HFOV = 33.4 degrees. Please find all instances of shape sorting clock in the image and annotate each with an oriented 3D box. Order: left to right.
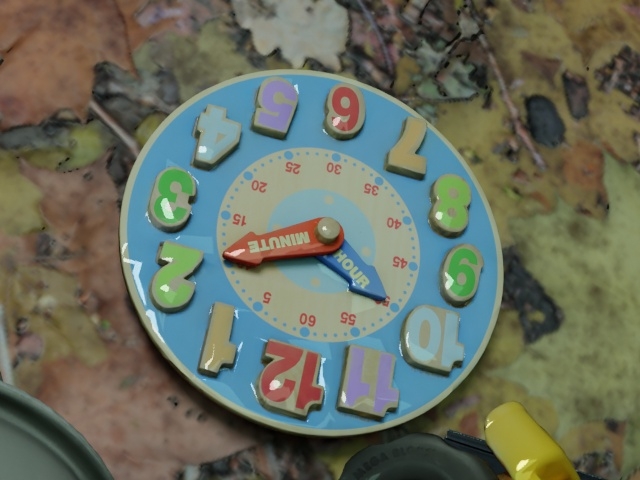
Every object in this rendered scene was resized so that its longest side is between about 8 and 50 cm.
[{"bbox_3d":[0.000,0.000,0.553,0.206,0.040,0.206,5,70,-15],"label":"shape sorting clock"}]

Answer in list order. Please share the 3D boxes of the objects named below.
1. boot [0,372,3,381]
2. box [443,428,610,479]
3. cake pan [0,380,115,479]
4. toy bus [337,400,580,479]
[{"bbox_3d":[-0.336,0.010,0.261,0.367,0.146,0.445,50,22,15],"label":"boot"},{"bbox_3d":[0.093,0.207,0.447,0.175,0.051,0.220,13,61,32],"label":"box"},{"bbox_3d":[-0.176,0.172,0.322,0.293,0.293,0.054,-31,42,-23],"label":"cake pan"},{"bbox_3d":[0.050,0.195,0.339,0.220,0.149,0.211,-39,48,-9],"label":"toy bus"}]
